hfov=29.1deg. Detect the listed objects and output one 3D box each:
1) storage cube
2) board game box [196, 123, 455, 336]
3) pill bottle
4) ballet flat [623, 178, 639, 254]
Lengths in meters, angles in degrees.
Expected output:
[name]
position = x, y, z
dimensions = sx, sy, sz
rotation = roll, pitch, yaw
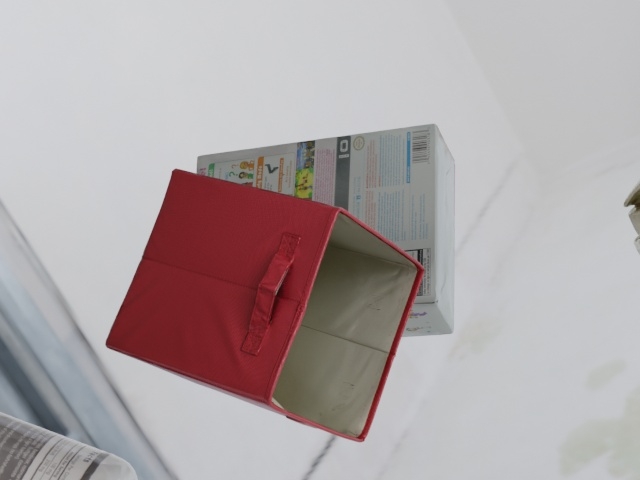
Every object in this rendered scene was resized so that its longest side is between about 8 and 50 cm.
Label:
[storage cube]
position = -0.048, 0.063, 1.156
dimensions = 0.193, 0.215, 0.184
rotation = 15, -100, 31
[board game box]
position = 0.000, 0.000, 1.440
dimensions = 0.303, 0.097, 0.224
rotation = -5, -116, 18
[pill bottle]
position = -0.300, 0.288, 1.292
dimensions = 0.176, 0.318, 0.176
rotation = 20, 90, -84
[ballet flat]
position = 0.322, -0.029, 1.083
dimensions = 0.106, 0.107, 0.316
rotation = -32, -172, 19
